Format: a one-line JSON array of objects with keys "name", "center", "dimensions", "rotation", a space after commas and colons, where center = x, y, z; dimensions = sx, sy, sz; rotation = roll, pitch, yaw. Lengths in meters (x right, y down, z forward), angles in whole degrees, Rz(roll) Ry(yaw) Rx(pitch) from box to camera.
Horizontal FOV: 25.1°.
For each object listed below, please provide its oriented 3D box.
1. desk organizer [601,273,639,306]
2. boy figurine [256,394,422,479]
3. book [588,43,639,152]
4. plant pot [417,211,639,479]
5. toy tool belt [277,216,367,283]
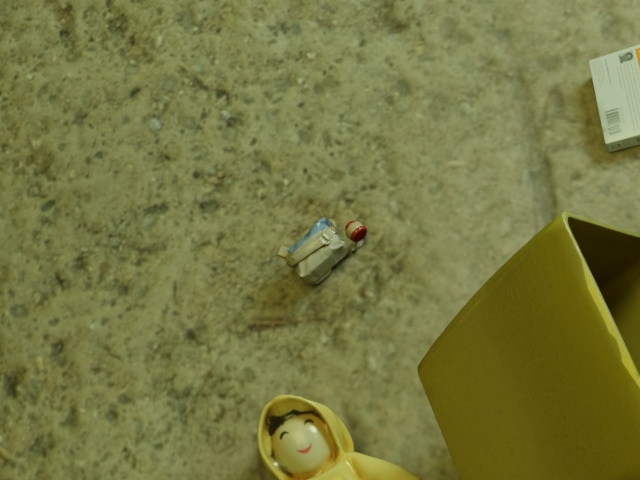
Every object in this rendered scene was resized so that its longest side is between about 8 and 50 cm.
[{"name": "desk organizer", "center": [0.307, 0.048, 1.262], "dimensions": [0.130, 0.047, 0.050], "rotation": [23, 76, 33]}, {"name": "boy figurine", "center": [0.025, 0.253, 1.252], "dimensions": [0.177, 0.092, 0.285], "rotation": [-28, 58, 12]}, {"name": "book", "center": [0.335, -0.147, 1.368], "dimensions": [0.144, 0.035, 0.096], "rotation": [-14, 61, 18]}, {"name": "plant pot", "center": [0.207, 0.125, 1.159], "dimensions": [0.187, 0.212, 0.212], "rotation": [-34, 65, 27]}, {"name": "toy tool belt", "center": [0.000, 0.000, 1.427], "dimensions": [0.083, 0.052, 0.051], "rotation": [-42, 63, -3]}]
